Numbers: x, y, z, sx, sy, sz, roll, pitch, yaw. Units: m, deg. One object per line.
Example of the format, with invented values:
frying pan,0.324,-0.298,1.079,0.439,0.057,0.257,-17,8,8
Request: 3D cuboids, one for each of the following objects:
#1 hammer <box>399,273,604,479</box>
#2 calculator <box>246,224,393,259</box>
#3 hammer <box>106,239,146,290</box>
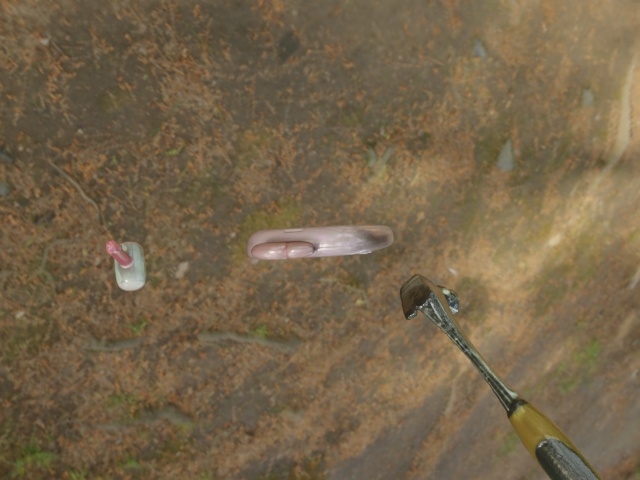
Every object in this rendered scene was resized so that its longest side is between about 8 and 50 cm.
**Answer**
hammer,0.106,0.092,0.411,0.021,0.201,0.078,-44,152,11
calculator,0.000,0.000,0.631,0.166,0.103,0.024,-7,95,-68
hammer,-0.200,0.018,0.811,0.031,0.053,0.083,-13,159,1
